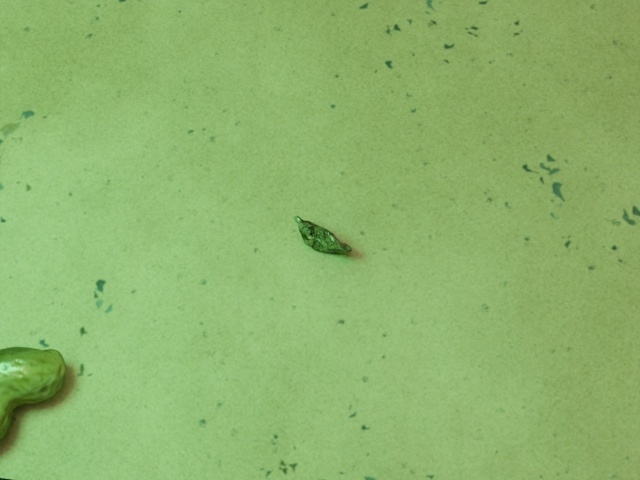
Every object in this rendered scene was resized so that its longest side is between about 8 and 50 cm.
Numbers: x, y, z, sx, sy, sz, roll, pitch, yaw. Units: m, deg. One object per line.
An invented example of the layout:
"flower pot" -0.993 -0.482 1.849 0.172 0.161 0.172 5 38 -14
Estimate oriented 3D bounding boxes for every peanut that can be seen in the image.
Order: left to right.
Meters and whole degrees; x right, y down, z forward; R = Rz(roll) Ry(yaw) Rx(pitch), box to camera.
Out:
"peanut" -0.471 0.227 1.891 0.229 0.098 0.103 -41 108 -15

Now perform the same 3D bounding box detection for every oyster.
"oyster" 0.000 0.000 1.986 0.038 0.081 0.083 -54 35 3

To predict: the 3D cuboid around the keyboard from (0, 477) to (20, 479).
"keyboard" -0.399 0.391 1.844 0.262 0.016 0.106 5 63 8
